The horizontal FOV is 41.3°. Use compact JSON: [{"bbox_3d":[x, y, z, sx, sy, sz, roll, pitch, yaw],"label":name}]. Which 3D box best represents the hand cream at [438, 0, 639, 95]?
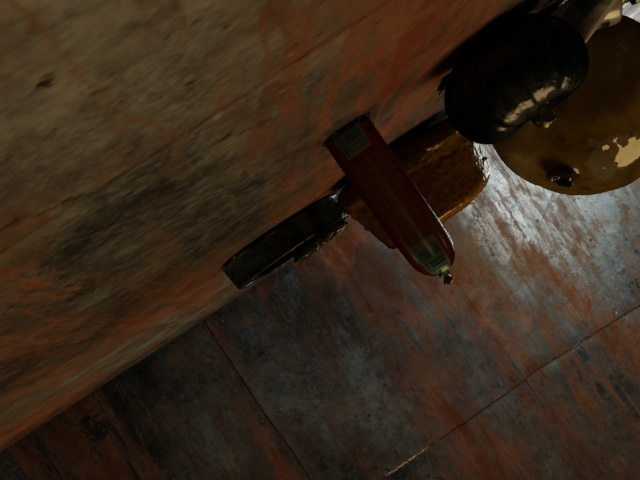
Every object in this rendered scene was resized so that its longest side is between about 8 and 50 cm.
[{"bbox_3d":[0.338,-0.317,1.338,0.336,0.076,0.121,-27,176,7],"label":"hand cream"}]

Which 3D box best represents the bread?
[{"bbox_3d":[0.211,-0.115,1.869,0.336,0.204,0.358,-29,180,6],"label":"bread"}]

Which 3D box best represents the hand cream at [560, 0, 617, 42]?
[{"bbox_3d":[0.390,-0.340,1.226,0.142,0.053,0.084,-54,-147,22],"label":"hand cream"}]

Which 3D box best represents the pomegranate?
[{"bbox_3d":[0.461,-0.231,1.492,0.332,0.333,0.332,-33,177,-2],"label":"pomegranate"}]

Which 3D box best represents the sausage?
[{"bbox_3d":[0.108,-0.048,1.189,0.083,0.264,0.083,-34,-178,1],"label":"sausage"}]

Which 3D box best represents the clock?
[{"bbox_3d":[-0.079,0.004,1.994,0.325,0.067,0.325,-34,177,-2],"label":"clock"}]

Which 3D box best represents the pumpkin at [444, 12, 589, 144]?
[{"bbox_3d":[0.275,-0.221,1.191,0.211,0.152,0.211,-21,167,-5],"label":"pumpkin"}]

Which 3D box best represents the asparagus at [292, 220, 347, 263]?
[{"bbox_3d":[0.000,0.000,1.868,0.165,0.030,0.036,-37,165,34],"label":"asparagus"}]
